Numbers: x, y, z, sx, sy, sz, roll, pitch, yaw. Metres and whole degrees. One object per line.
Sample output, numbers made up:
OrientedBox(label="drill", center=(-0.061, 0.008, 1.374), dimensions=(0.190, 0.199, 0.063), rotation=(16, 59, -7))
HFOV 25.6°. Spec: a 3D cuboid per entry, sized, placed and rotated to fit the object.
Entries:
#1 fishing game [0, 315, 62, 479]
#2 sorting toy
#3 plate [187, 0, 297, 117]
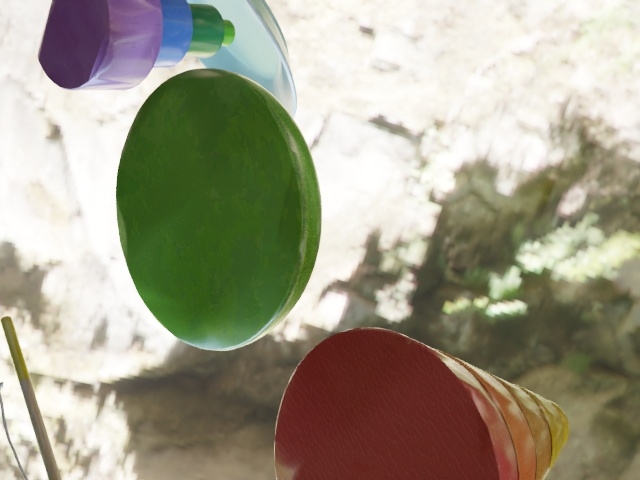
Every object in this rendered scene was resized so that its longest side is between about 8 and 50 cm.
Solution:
OrientedBox(label="fishing game", center=(-0.269, 0.097, 0.740), dimensions=(0.264, 0.041, 0.189), rotation=(-5, -125, -40))
OrientedBox(label="sorting toy", center=(0.000, 0.000, 0.662), dimensions=(0.126, 0.127, 0.365), rotation=(-6, -129, -45))
OrientedBox(label="plate", center=(-0.071, -0.163, 0.987), dimensions=(0.024, 0.188, 0.188), rotation=(-40, -125, -15))
